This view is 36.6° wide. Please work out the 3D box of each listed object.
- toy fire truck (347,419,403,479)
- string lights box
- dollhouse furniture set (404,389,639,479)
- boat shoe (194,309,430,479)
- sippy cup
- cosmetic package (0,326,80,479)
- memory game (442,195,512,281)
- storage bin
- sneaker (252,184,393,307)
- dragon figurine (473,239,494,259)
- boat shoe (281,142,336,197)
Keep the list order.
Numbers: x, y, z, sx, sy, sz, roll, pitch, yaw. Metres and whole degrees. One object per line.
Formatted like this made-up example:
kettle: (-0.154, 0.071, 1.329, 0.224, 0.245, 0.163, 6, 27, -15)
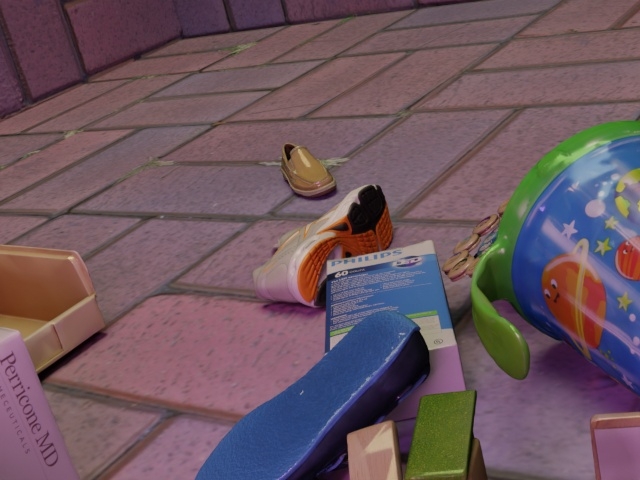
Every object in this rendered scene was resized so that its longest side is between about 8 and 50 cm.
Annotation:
toy fire truck: (-0.022, 0.239, 0.709, 0.217, 0.158, 0.246, -1, 5, 18)
string lights box: (0.076, 0.092, 1.053, 0.133, 0.077, 0.260, -12, 22, 6)
dollhouse furniture set: (0.151, 0.228, 0.567, 0.197, 0.151, 0.301, -6, 23, 16)
boat shoe: (0.004, 0.178, 0.865, 0.258, 0.089, 0.109, -37, 38, -3)
sippy cup: (0.310, 0.038, 0.870, 0.305, 0.240, 0.224, -47, 33, 9)
cosmetic package: (-0.402, 0.248, 0.802, 0.156, 0.217, 0.385, 4, 31, 40)
memory game: (0.210, -0.018, 1.069, 0.186, 0.012, 0.186, -39, 8, 6)
storage bin: (-0.468, 0.118, 1.276, 0.260, 0.123, 0.262, 2, 27, 37)
sneaker: (0.000, 0.000, 1.308, 0.121, 0.099, 0.262, -4, 23, 36)
dragon figurine: (0.290, -0.014, 1.044, 0.144, 0.085, 0.289, -45, 11, -32)
boat shoe: (-0.031, -0.126, 1.657, 0.068, 0.072, 0.190, -22, 23, -17)
